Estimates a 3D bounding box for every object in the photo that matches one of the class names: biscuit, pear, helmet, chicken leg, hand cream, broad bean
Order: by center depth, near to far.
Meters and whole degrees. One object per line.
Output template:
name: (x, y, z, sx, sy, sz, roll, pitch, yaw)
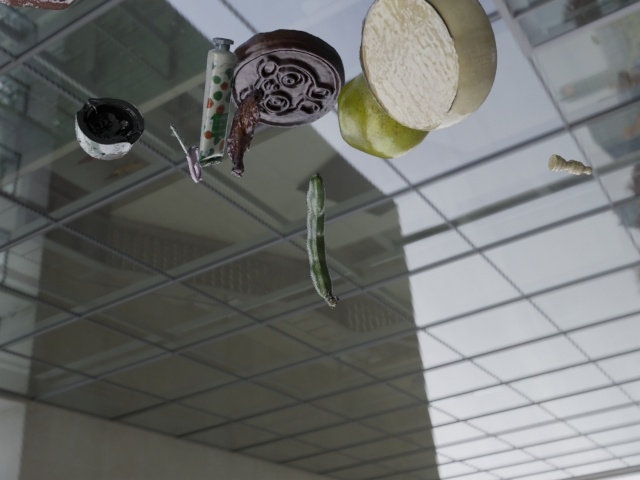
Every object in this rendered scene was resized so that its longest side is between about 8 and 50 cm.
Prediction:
chicken leg: (-0.152, -0.214, 1.519, 0.053, 0.093, 0.205, 17, -105, -27)
hand cream: (-0.225, -0.298, 1.657, 0.095, 0.059, 0.276, -27, -51, -61)
broad bean: (0.000, 0.000, 1.673, 0.144, 0.049, 0.292, 180, 82, -76)
helmet: (-0.510, -0.257, 1.828, 0.153, 0.107, 0.177, 30, -144, 0)
pear: (0.197, -0.373, 2.218, 0.294, 0.294, 0.294, 43, -144, -43)
biscuit: (-0.116, -0.521, 2.536, 0.407, 0.407, 0.091, 40, -144, -46)

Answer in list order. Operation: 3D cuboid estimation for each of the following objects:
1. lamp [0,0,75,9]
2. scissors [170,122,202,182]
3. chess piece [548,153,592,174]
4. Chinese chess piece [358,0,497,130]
lamp: (-0.640, -0.609, 1.706, 0.257, 0.180, 0.180, -5, -106, -34)
scissors: (-0.357, -0.243, 2.021, 0.212, 0.021, 0.110, 61, -159, -56)
chess piece: (0.522, -0.154, 1.583, 0.092, 0.035, 0.035, 10, -127, -13)
Chinese chess piece: (0.173, -0.304, 1.255, 0.103, 0.249, 0.250, -23, -87, -30)
